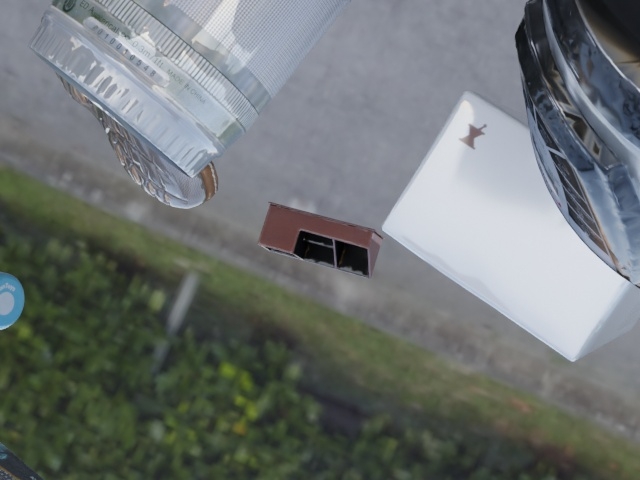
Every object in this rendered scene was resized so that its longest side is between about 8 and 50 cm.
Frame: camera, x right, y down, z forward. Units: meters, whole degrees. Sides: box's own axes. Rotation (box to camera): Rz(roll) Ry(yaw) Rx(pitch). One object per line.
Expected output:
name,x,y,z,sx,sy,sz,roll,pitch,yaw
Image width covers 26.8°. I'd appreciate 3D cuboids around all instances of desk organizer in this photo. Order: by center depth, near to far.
desk organizer,0.000,0.000,1.500,0.130,0.050,0.047,15,174,18

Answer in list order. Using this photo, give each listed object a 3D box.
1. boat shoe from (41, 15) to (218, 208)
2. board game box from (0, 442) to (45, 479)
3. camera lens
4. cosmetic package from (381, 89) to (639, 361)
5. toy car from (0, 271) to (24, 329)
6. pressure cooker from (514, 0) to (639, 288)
boat shoe,-0.191,-0.165,1.473,0.324,0.116,0.123,51,155,31
board game box,-0.373,0.256,1.464,0.186,0.026,0.126,29,-167,36
camera lens,-0.111,-0.225,1.258,0.219,0.274,0.219,39,177,3
cosmetic package,0.255,-0.014,1.429,0.230,0.162,0.453,36,-169,17
toy car,-0.516,0.002,1.653,0.219,0.238,0.210,9,-156,37
pressure cooker,0.353,-0.125,1.029,0.375,0.370,0.420,25,167,17
